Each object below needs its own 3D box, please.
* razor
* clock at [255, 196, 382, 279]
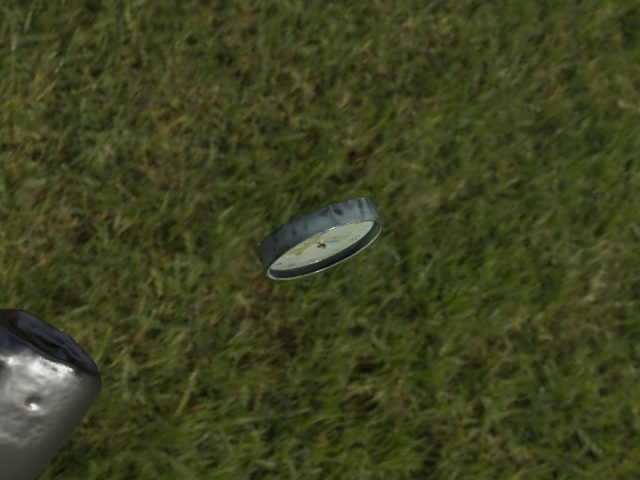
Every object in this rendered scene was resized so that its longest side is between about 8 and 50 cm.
[{"bbox_3d":[-0.192,0.107,0.729,0.090,0.148,0.054,35,17,-37],"label":"razor"},{"bbox_3d":[0.000,0.000,0.838,0.085,0.085,0.017,-13,70,-32],"label":"clock"}]
